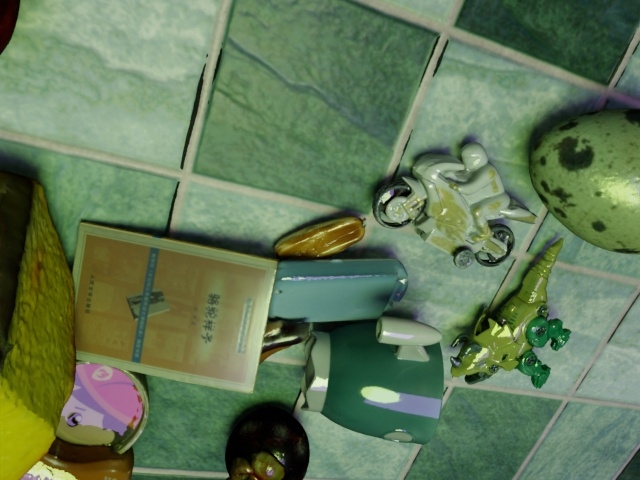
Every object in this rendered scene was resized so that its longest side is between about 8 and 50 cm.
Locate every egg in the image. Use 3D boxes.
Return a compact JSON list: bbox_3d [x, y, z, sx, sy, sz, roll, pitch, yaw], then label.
[{"bbox_3d":[0.370,-0.078,0.640,0.227,0.177,0.177,20,112,-4],"label":"egg"}]

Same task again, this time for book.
[{"bbox_3d":[-0.184,0.083,0.623,0.241,0.018,0.170,11,96,-1],"label":"book"}]

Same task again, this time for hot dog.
[{"bbox_3d":[0.000,0.000,0.676,0.133,0.041,0.056,-22,119,8],"label":"hot dog"}]

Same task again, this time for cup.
[{"bbox_3d":[0.063,0.190,0.719,0.173,0.168,0.300,7,141,-7],"label":"cup"}]

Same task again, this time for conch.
[{"bbox_3d":[-0.135,0.145,0.676,0.232,0.080,0.086,5,103,7],"label":"conch"}]

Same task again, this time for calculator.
[{"bbox_3d":[0.016,0.068,0.691,0.210,0.039,0.121,-1,141,-11],"label":"calculator"}]

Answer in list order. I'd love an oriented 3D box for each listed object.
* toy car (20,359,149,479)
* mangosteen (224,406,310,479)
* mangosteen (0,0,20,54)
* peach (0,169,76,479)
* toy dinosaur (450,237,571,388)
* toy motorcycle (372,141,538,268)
[{"bbox_3d":[-0.335,0.243,0.684,0.234,0.145,0.235,-4,102,-20],"label":"toy car"},{"bbox_3d":[-0.084,0.327,0.760,0.137,0.151,0.137,6,110,15],"label":"mangosteen"},{"bbox_3d":[-0.359,-0.199,0.411,0.214,0.215,0.257,12,145,-18],"label":"mangosteen"},{"bbox_3d":[-0.409,0.104,0.487,0.380,0.306,0.243,-32,154,-24],"label":"peach"},{"bbox_3d":[0.310,0.120,0.782,0.153,0.094,0.259,29,99,-28],"label":"toy dinosaur"},{"bbox_3d":[0.184,-0.050,0.671,0.228,0.074,0.151,20,107,-18],"label":"toy motorcycle"}]
